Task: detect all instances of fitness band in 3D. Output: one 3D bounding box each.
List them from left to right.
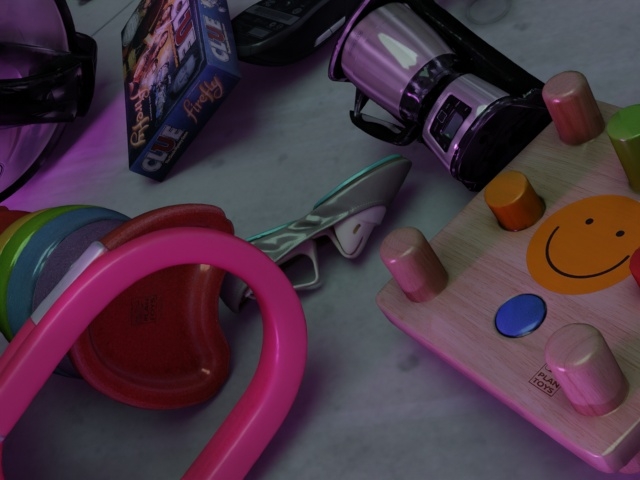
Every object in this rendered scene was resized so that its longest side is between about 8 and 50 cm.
[{"bbox_3d":[-0.135,0.122,0.721,0.291,0.209,0.054,-53,25,-5],"label":"fitness band"}]

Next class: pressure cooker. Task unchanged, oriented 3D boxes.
[{"bbox_3d":[-0.480,-0.214,1.032,0.370,0.376,0.420,-46,49,-15],"label":"pressure cooker"}]

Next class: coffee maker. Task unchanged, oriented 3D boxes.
[{"bbox_3d":[0.126,-0.140,0.845,0.171,0.120,0.178,-25,56,-30],"label":"coffee maker"}]

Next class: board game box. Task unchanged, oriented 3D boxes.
[{"bbox_3d":[-0.161,-0.208,1.042,0.165,0.042,0.243,-46,40,33],"label":"board game box"}]

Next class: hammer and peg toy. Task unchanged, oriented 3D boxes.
[{"bbox_3d":[0.217,0.032,0.633,0.266,0.127,0.361,-43,36,-9],"label":"hammer and peg toy"}]

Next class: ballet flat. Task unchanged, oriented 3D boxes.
[{"bbox_3d":[0.000,0.000,0.859,0.213,0.072,0.068,-29,76,4],"label":"ballet flat"}]

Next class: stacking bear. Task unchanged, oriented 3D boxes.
[{"bbox_3d":[-0.233,0.038,0.870,0.289,0.164,0.176,12,103,45],"label":"stacking bear"}]

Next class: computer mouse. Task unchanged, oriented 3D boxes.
[{"bbox_3d":[0.027,-0.249,1.030,0.184,0.060,0.262,23,56,41],"label":"computer mouse"}]
